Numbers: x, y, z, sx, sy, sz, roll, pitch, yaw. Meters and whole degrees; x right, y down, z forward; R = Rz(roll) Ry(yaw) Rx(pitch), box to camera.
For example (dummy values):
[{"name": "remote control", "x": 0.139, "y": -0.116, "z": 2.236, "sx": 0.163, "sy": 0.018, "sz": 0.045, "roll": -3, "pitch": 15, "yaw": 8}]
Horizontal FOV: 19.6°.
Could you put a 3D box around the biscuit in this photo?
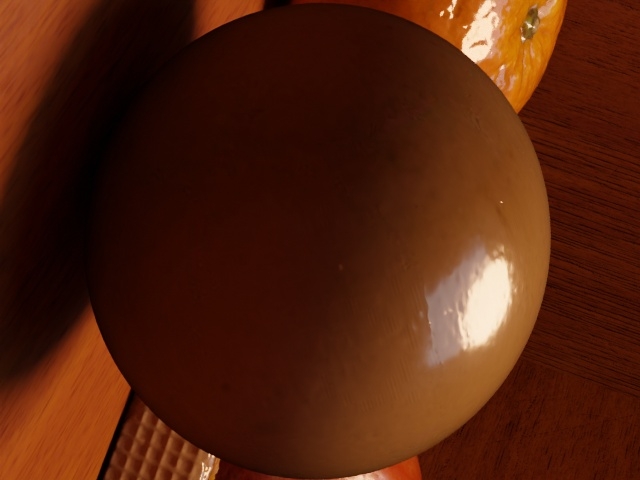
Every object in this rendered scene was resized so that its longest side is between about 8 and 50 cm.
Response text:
[{"name": "biscuit", "x": -0.108, "y": 0.121, "z": 1.603, "sx": 0.054, "sy": 0.094, "sz": 0.379, "roll": 66, "pitch": 43, "yaw": -81}]

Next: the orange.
[{"name": "orange", "x": 0.095, "y": -0.215, "z": 1.654, "sx": 0.284, "sy": 0.226, "sz": 0.284, "roll": -43, "pitch": 146, "yaw": -39}]

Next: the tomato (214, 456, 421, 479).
[{"name": "tomato", "x": -0.036, "y": 0.235, "z": 1.848, "sx": 0.265, "sy": 0.265, "sz": 0.265, "roll": 19, "pitch": 90, "yaw": -84}]

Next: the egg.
[{"name": "egg", "x": 0.000, "y": -0.007, "z": 1.218, "sx": 0.374, "sy": 0.301, "sz": 0.301, "roll": -79, "pitch": -175, "yaw": -67}]
